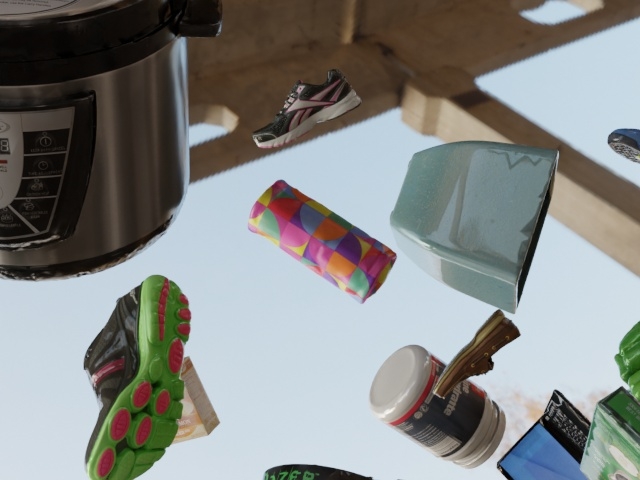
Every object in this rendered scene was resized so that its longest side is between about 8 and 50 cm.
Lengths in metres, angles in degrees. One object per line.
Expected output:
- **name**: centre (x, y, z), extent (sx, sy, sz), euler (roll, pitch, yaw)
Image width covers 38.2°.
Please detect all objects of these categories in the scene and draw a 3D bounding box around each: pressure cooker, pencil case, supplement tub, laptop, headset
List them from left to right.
- **pressure cooker**: centre (-0.340, -0.210, 1.079), extent (0.370, 0.375, 0.420), euler (-31, -39, -38)
- **pencil case**: centre (0.000, 0.000, 1.413), extent (0.104, 0.236, 0.104), euler (-52, -13, -18)
- **headset**: centre (0.071, 0.459, 1.609), extent (0.394, 0.243, 0.185), euler (41, -131, -35)
- **supplement tub**: centre (0.261, 0.374, 2.073), extent (0.272, 0.191, 0.191), euler (35, -83, -19)
- **laptop**: centre (0.462, 0.436, 1.725), extent (0.136, 0.234, 0.264), euler (-39, -23, -12)

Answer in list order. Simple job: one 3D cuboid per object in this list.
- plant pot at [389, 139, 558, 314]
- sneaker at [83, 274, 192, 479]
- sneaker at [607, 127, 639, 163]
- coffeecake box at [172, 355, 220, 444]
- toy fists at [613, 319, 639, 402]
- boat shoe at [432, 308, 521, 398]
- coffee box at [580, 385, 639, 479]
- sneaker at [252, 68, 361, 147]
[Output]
- **plant pot**: centre (0.267, -0.042, 1.665), extent (0.248, 0.252, 0.247), euler (59, -130, -70)
- **sneaker**: centre (-0.410, 0.306, 1.997), extent (0.202, 0.483, 0.185), euler (-18, -45, 33)
- **sneaker**: centre (0.535, -0.147, 1.407), extent (0.209, 0.069, 0.082), euler (16, -91, -12)
- **coffeecake box**: centre (-0.348, 0.387, 2.224), extent (0.142, 0.185, 0.068), euler (-19, 10, 27)
- **toy fists**: centre (0.495, 0.215, 1.333), extent (0.096, 0.279, 0.142), euler (-32, -75, 21)
- **boat shoe**: centre (0.251, 0.194, 1.493), extent (0.178, 0.060, 0.064), euler (-51, -9, 13)
- **coffee box**: centre (0.339, 0.243, 0.997), extent (0.040, 0.113, 0.184), euler (-32, -35, -15)
- **sneaker**: centre (-0.031, -0.210, 1.447), extent (0.178, 0.072, 0.077), euler (-28, -76, -2)
